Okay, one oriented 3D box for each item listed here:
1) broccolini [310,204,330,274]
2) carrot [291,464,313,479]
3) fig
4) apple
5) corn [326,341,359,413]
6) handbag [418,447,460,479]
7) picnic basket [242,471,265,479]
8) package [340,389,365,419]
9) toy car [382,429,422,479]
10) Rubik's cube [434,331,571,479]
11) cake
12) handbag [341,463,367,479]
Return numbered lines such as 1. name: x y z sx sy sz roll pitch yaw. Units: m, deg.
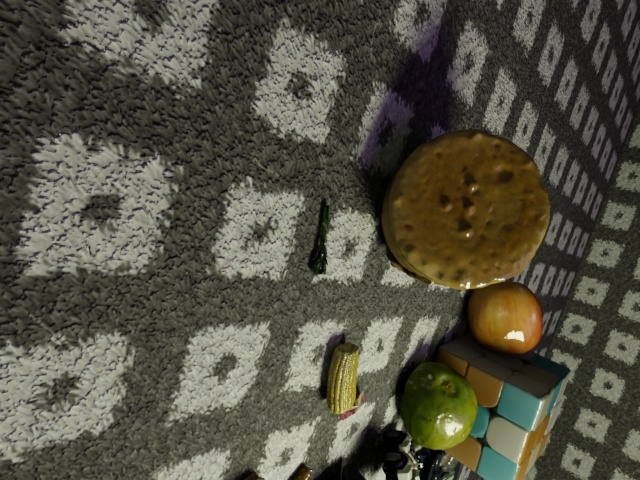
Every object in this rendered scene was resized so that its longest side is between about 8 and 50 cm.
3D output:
1. broccolini: 0.000 0.000 0.814 0.035 0.030 0.140 1 103 -10
2. carrot: -0.078 0.599 0.976 0.171 0.042 0.042 -49 136 -26
3. fig: 0.362 0.520 1.291 0.233 0.233 0.314 -47 141 -23
4. apple: 0.617 0.246 1.419 0.242 0.242 0.241 -11 102 -44
5. corn: 0.052 0.317 0.972 0.085 0.063 0.166 -5 109 -36
6. handbag: 0.453 0.883 1.618 0.325 0.118 0.269 7 100 -50
7. picnic basket: -0.147 0.577 0.856 0.115 0.079 0.164 -24 123 -39
8. package: 0.083 0.423 1.079 0.083 0.029 0.059 -29 134 -23
9. toy car: 0.234 0.665 1.203 0.301 0.117 0.193 12 70 -77
10. Rubik's cube: 0.583 0.546 1.432 0.346 0.346 0.345 -1 108 -46
11. cake: 0.291 -0.054 0.946 0.321 0.332 0.333 64 50 -86
12. handbag: 0.132 0.781 1.056 0.121 0.329 0.304 -16 118 -43
